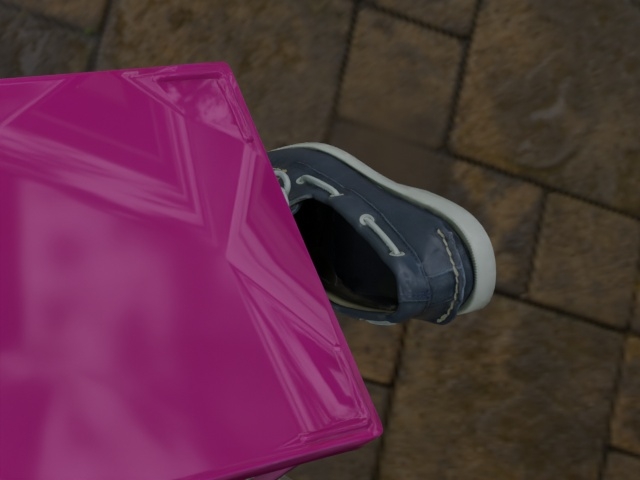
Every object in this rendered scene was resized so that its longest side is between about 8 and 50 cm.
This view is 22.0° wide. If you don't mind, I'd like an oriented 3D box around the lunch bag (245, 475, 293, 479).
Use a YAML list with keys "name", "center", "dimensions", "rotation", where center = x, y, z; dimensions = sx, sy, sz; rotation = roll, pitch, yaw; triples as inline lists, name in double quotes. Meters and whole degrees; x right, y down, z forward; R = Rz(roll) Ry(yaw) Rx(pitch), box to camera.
- name: "lunch bag"
  center: [-0.016, 0.293, 1.265]
  dimensions: [0.169, 0.287, 0.235]
  rotation: [-45, 110, -8]

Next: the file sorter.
- name: "file sorter"
  center: [-0.165, 0.058, 0.759]
  dimensions: [0.291, 0.182, 0.202]
  rotation: [-9, 69, -38]

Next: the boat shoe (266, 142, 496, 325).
- name: "boat shoe"
  center: [0.000, 0.000, 1.042]
  dimensions: [0.079, 0.254, 0.095]
  rotation: [-14, 116, -35]
